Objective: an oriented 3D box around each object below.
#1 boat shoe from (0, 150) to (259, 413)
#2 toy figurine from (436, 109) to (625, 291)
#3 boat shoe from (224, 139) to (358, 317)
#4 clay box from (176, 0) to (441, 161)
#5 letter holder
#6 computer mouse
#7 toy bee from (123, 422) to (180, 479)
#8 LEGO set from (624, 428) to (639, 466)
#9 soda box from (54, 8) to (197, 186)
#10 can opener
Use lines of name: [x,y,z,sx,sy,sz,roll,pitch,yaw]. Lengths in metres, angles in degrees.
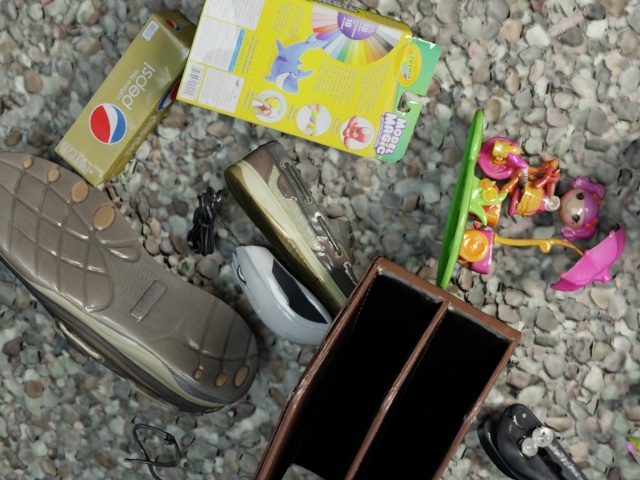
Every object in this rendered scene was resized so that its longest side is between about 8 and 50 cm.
boat shoe: [-0.229,0.060,1.375,0.355,0.132,0.130,42,139,0]
toy figurine: [0.202,-0.021,1.254,0.159,0.130,0.173,12,84,0]
boat shoe: [-0.001,0.000,1.325,0.073,0.080,0.223,-41,98,-11]
clay box: [-0.011,-0.163,1.272,0.222,0.053,0.127,17,110,-9]
letter holder: [0.032,0.207,1.246,0.152,0.214,0.302,29,132,8]
computer mouse: [-0.063,0.039,1.347,0.193,0.042,0.106,46,150,5]
toy bee: [-0.120,0.357,1.410,0.298,0.162,0.195,28,139,15]
LEGO set: [0.348,0.159,1.264,0.132,0.107,0.287,-13,97,-15]
soda box: [-0.185,-0.142,1.353,0.058,0.061,0.181,42,112,3]
can opener: [0.235,0.236,1.332,0.186,0.073,0.059,46,74,-2]
